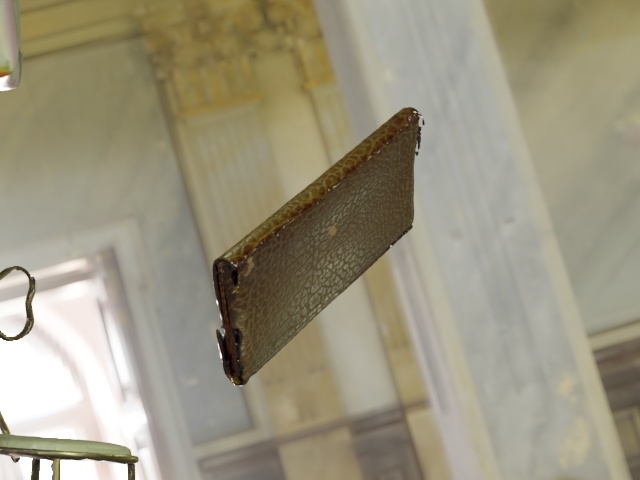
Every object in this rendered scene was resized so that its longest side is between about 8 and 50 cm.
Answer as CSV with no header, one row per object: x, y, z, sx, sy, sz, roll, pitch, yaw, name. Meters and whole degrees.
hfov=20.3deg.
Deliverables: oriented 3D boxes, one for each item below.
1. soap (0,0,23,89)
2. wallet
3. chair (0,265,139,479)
-0.394,-0.214,1.741,0.199,0.138,0.182,-3,0,-7,soap
0.000,0.000,1.455,0.243,0.039,0.133,-40,-37,-36,wallet
-0.234,0.175,1.480,0.170,0.326,0.160,-1,-7,28,chair
